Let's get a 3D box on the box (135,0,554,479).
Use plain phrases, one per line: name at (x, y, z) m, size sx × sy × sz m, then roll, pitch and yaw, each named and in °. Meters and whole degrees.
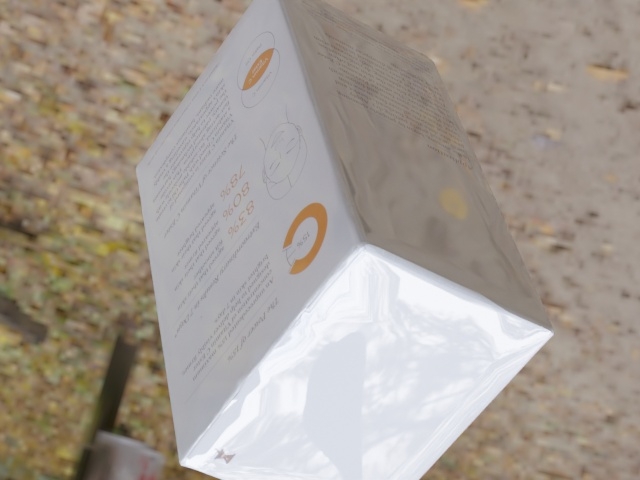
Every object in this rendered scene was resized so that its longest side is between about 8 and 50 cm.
box at (0.000, 0.000, 1.151) m, size 0.168 × 0.345 × 0.215 m, roll 24°, pitch 120°, yaw -28°
